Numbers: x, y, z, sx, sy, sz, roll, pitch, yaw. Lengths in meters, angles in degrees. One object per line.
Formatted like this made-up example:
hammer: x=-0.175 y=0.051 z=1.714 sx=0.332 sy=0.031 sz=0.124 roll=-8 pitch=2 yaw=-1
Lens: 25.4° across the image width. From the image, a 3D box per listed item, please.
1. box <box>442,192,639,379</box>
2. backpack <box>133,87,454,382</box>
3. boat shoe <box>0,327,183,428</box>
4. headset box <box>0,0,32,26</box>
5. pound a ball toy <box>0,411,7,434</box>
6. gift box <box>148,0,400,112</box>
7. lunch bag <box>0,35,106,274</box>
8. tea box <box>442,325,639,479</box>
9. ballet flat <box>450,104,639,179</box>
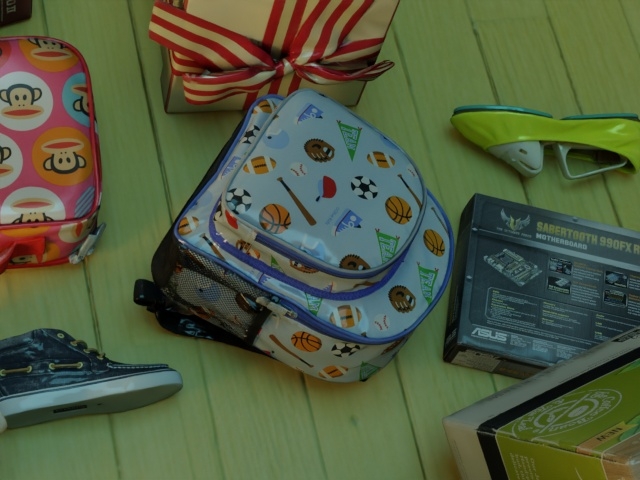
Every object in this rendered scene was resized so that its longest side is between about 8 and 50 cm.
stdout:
box: x=0.255 y=0.063 z=1.506 sx=0.231 sy=0.056 sz=0.183 roll=13 pitch=61 yaw=-6
backpack: x=0.000 y=0.000 z=1.407 sx=0.263 sy=0.213 sz=0.276 roll=34 pitch=58 yaw=-6
boat shoe: x=-0.228 y=0.122 z=1.365 sx=0.183 sy=0.065 sz=0.083 roll=-7 pitch=67 yaw=-15
headset box: x=-0.454 y=-0.318 z=1.510 sx=0.293 sy=0.110 sz=0.218 roll=-22 pitch=71 yaw=-21
pound a ball toy: x=-0.456 y=0.191 z=1.208 sx=0.319 sy=0.135 sz=0.208 roll=-42 pitch=99 yaw=-27
gift box: x=-0.064 y=-0.283 z=1.492 sx=0.255 sy=0.276 sz=0.258 roll=-6 pitch=67 yaw=-9
lunch bag: x=-0.361 y=-0.068 z=1.400 sx=0.293 sy=0.120 sz=0.258 roll=-3 pitch=65 yaw=-14
tea box: x=0.343 y=0.209 z=1.272 sx=0.329 sy=0.323 sz=0.220 roll=-22 pitch=98 yaw=-22
ballet flat: x=0.258 y=-0.107 z=1.587 sx=0.231 sy=0.077 sz=0.077 roll=2 pitch=80 yaw=-13
